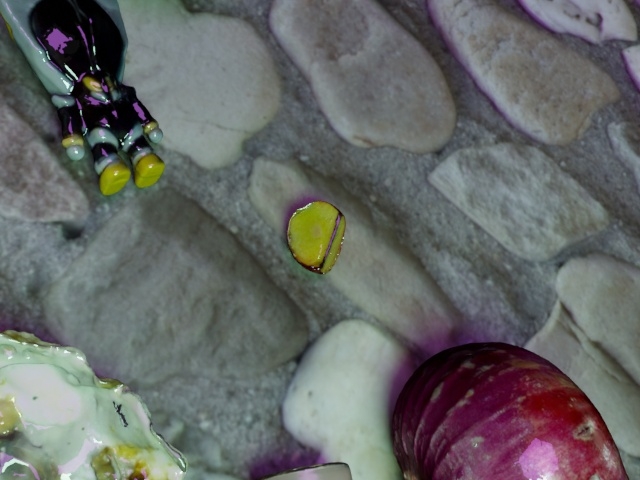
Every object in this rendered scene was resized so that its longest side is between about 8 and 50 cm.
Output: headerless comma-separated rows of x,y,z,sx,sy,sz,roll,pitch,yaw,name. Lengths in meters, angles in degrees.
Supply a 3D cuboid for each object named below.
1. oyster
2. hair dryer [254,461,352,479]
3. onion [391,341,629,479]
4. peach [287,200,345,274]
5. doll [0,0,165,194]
-0.307,0.187,0.852,0.354,0.107,0.201,36,82,-13,oyster
-0.117,0.337,0.830,0.344,0.107,0.189,-4,71,-19,hair dryer
0.186,0.224,0.900,0.272,0.256,0.230,-19,87,-39,onion
0.000,0.000,1.041,0.077,0.050,0.083,-24,65,-1,peach
-0.278,-0.209,1.020,0.145,0.103,0.316,-23,81,-19,doll
